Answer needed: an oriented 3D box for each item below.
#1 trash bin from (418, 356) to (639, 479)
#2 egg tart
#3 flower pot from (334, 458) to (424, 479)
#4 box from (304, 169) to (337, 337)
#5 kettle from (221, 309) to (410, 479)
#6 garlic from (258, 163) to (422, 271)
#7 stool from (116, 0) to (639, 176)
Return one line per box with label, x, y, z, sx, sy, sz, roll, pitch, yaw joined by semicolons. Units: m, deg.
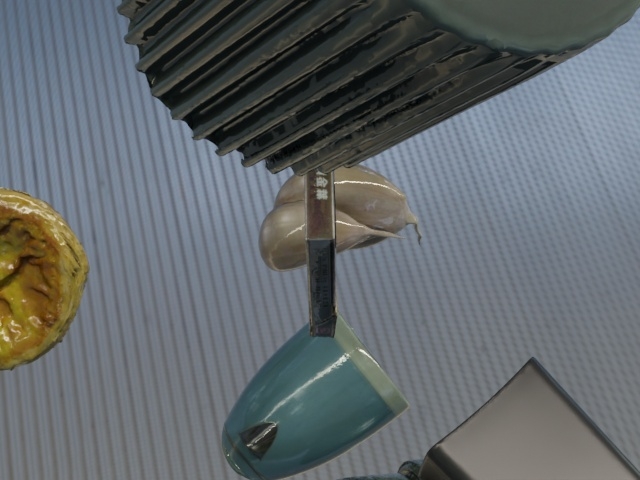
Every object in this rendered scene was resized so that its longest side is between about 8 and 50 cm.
trash bin;0.243;0.268;1.109;0.165;0.115;0.225;-37;68;-19
egg tart;-0.543;0.055;1.712;0.341;0.341;0.132;15;20;-12
flower pot;0.162;0.542;1.849;0.283;0.299;0.299;-3;58;-18
box;0.000;-0.001;1.559;0.047;0.325;0.180;-2;62;0
kettle;-0.030;0.326;2.012;0.342;0.319;0.247;-39;77;0
garlic;0.035;-0.022;2.158;0.340;0.246;0.231;2;42;8
stool;0.039;-0.213;0.719;0.297;0.330;0.297;2;84;-24
